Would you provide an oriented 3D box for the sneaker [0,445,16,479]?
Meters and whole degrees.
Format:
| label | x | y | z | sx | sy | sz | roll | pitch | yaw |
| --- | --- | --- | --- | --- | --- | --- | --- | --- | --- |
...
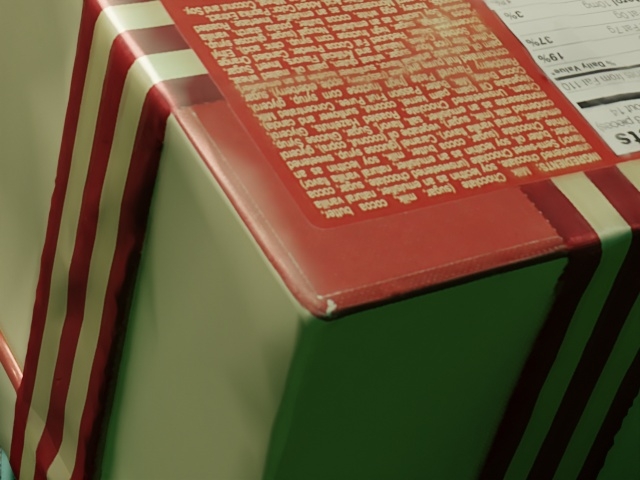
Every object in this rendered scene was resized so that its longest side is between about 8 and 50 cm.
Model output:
| label | x | y | z | sx | sy | sz | roll | pitch | yaw |
| --- | --- | --- | --- | --- | --- | --- | --- | --- | --- |
| sneaker | -0.128 | 0.079 | 0.835 | 0.283 | 0.110 | 0.122 | -17 | 18 | -40 |

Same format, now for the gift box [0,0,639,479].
| label | x | y | z | sx | sy | sz | roll | pitch | yaw |
| --- | --- | --- | --- | --- | --- | --- | --- | --- | --- |
| gift box | 0.013 | 0.001 | 0.630 | 0.255 | 0.258 | 0.276 | -9 | 47 | -25 |
